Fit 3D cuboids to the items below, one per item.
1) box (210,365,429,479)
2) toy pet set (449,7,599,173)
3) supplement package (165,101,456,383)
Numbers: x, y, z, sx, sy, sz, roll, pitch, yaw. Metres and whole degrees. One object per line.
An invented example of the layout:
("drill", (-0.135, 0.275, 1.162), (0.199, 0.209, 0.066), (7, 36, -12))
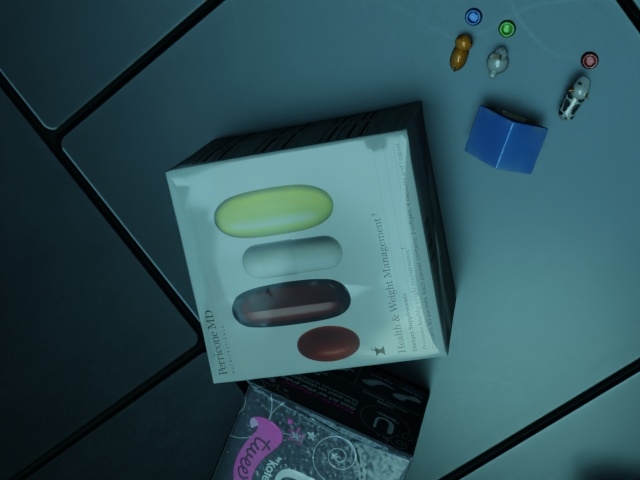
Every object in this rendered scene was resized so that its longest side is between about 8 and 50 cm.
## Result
("box", (-0.023, 0.239, 0.994), (0.163, 0.142, 0.247), (24, 108, 4))
("toy pet set", (0.161, -0.123, 0.895), (0.122, 0.065, 0.114), (21, 108, 6))
("supplement package", (0.000, 0.000, 0.918), (0.203, 0.149, 0.194), (-9, 103, 13))
